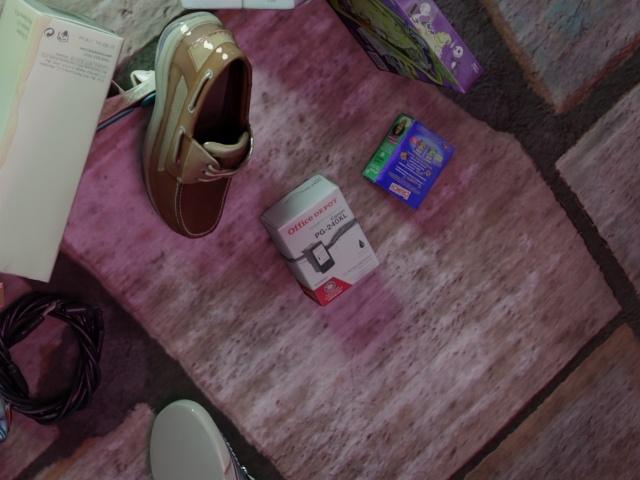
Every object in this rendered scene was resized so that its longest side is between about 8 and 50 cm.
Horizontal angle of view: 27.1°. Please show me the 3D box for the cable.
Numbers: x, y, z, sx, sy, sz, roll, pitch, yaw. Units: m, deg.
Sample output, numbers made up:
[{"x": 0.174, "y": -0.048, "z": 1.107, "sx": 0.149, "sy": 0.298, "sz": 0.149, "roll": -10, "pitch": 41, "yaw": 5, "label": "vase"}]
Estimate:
[{"x": -0.365, "y": 0.162, "z": 1.760, "sx": 0.150, "sy": 0.047, "sz": 0.184, "roll": 4, "pitch": 107, "yaw": -28, "label": "cable"}]

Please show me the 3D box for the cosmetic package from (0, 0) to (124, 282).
[{"x": -0.350, "y": -0.125, "z": 1.595, "sx": 0.113, "sy": 0.160, "sz": 0.309, "roll": 14, "pitch": 101, "yaw": -30, "label": "cosmetic package"}]

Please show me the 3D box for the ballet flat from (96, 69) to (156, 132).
[{"x": -0.242, "y": -0.189, "z": 1.690, "sx": 0.168, "sy": 0.057, "sz": 0.052, "roll": -29, "pitch": 91, "yaw": -18, "label": "ballet flat"}]

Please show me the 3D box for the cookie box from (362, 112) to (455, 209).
[{"x": 0.127, "y": -0.113, "z": 1.914, "sx": 0.092, "sy": 0.040, "sz": 0.107, "roll": 32, "pitch": 92, "yaw": -33, "label": "cookie box"}]

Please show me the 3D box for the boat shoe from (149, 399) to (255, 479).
[{"x": -0.134, "y": 0.376, "z": 1.934, "sx": 0.158, "sy": 0.127, "sz": 0.340, "roll": -30, "pitch": 105, "yaw": -64, "label": "boat shoe"}]

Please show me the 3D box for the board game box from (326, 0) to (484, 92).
[{"x": 0.050, "y": -0.336, "z": 1.692, "sx": 0.056, "sy": 0.208, "sz": 0.347, "roll": -46, "pitch": 123, "yaw": -6, "label": "board game box"}]

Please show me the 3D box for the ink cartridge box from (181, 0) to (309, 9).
[{"x": -0.115, "y": -0.394, "z": 1.598, "sx": 0.066, "sy": 0.189, "sz": 0.232, "roll": -43, "pitch": 128, "yaw": -38, "label": "ink cartridge box"}]

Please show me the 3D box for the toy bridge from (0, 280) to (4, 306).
[{"x": -0.494, "y": 0.063, "z": 1.668, "sx": 0.188, "sy": 0.026, "sz": 0.063, "roll": -6, "pitch": 109, "yaw": -25, "label": "toy bridge"}]

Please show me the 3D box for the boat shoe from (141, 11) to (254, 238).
[{"x": -0.149, "y": -0.125, "z": 1.683, "sx": 0.123, "sy": 0.116, "sz": 0.324, "roll": -26, "pitch": 138, "yaw": -32, "label": "boat shoe"}]

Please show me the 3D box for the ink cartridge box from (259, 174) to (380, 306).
[{"x": 0.000, "y": 0.000, "z": 1.877, "sx": 0.109, "sy": 0.063, "sz": 0.150, "roll": -36, "pitch": 121, "yaw": -11, "label": "ink cartridge box"}]

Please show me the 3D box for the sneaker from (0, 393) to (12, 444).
[{"x": -0.506, "y": 0.254, "z": 1.649, "sx": 0.262, "sy": 0.104, "sz": 0.125, "roll": -21, "pitch": 119, "yaw": 11, "label": "sneaker"}]
